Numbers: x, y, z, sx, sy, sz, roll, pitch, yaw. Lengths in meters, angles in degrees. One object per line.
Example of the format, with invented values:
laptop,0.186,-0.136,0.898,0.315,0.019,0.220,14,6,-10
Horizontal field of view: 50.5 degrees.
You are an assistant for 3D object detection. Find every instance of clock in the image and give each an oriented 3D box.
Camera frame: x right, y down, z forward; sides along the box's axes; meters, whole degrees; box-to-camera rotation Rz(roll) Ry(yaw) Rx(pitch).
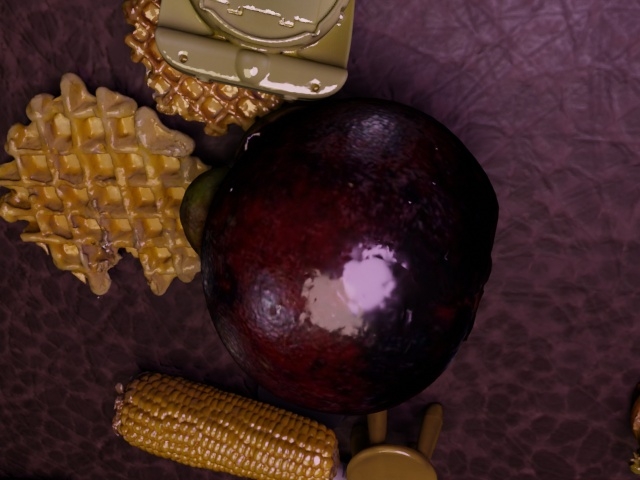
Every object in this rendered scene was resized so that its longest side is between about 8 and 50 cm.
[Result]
clock,-0.043,-0.244,0.580,0.170,0.069,0.232,10,99,-9

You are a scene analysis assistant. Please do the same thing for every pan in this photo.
pan,-0.015,0.165,0.870,0.136,0.028,0.235,13,122,5

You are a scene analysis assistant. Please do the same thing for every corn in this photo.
corn,-0.124,0.250,0.882,0.305,0.106,0.106,12,122,13

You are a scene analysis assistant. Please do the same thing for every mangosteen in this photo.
mangosteen,0.011,0.007,0.622,0.300,0.300,0.300,5,121,8

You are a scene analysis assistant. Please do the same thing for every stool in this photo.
stool,0.093,0.264,0.863,0.135,0.110,0.134,-22,113,23

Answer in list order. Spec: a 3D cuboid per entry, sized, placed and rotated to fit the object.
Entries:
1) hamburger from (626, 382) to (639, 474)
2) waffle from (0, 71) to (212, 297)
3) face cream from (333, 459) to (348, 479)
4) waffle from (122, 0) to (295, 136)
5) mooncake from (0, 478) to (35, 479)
hamburger,0.463,0.233,0.774,0.191,0.118,0.182,28,125,-12
waffle,-0.234,-0.049,0.769,0.261,0.056,0.250,41,118,-12
face cream,0.059,0.368,0.949,0.269,0.082,0.082,29,121,-8
waffle,-0.106,-0.190,0.670,0.191,0.038,0.191,4,120,7
mooncake,-0.454,0.550,1.101,0.334,0.174,0.325,1,118,11
